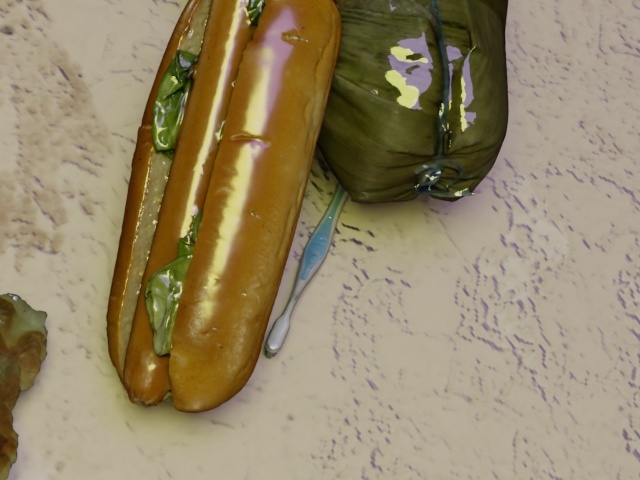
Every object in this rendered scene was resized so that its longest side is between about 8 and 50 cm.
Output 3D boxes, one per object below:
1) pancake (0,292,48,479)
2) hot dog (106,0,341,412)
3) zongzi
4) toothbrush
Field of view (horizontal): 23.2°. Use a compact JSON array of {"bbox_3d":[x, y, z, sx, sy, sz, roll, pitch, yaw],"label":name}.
[{"bbox_3d":[-0.318,0.074,0.711,0.427,0.067,0.305,32,48,-12],"label":"pancake"},{"bbox_3d":[-0.059,-0.033,0.816,0.100,0.068,0.249,10,83,34],"label":"hot dog"},{"bbox_3d":[-0.027,-0.138,0.911,0.274,0.125,0.251,5,55,-7],"label":"zongzi"},{"bbox_3d":[0.000,0.000,0.904,0.014,0.017,0.162,24,59,1],"label":"toothbrush"}]
